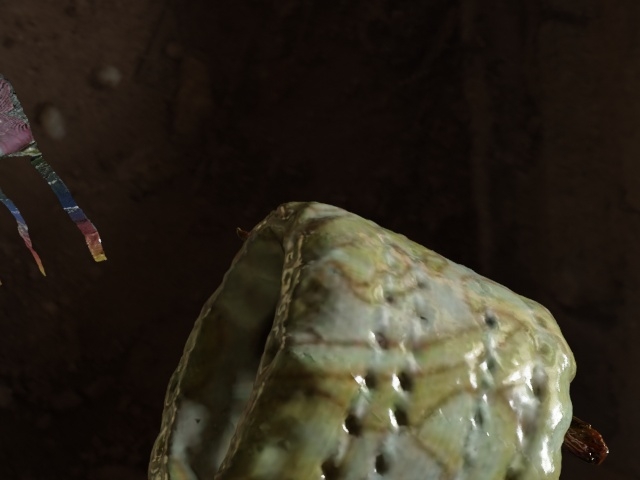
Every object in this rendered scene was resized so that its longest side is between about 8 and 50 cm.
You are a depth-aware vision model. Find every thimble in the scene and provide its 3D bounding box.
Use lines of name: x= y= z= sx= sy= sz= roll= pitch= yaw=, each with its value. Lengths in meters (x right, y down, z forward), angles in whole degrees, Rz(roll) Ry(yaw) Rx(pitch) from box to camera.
thimble: x=0.013 y=0.090 z=0.687 sx=0.143 sy=0.137 sz=0.190 roll=25 pitch=81 yaw=-21

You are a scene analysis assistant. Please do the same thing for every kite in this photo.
kite: x=-0.339 y=-0.081 z=1.546 sx=0.204 sy=0.360 sz=0.022 roll=-12 pitch=133 yaw=-36

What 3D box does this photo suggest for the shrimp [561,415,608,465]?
shrimp: x=0.148 y=0.183 z=1.021 sx=0.124 sy=0.178 sz=0.034 roll=-41 pitch=133 yaw=16

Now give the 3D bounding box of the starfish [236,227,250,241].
starfish: x=0.000 y=-0.005 z=1.384 sx=0.130 sy=0.133 sz=0.041 roll=-8 pitch=130 yaw=-26
